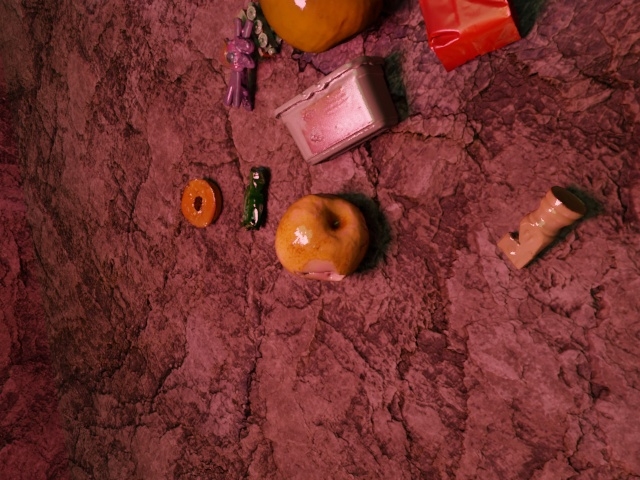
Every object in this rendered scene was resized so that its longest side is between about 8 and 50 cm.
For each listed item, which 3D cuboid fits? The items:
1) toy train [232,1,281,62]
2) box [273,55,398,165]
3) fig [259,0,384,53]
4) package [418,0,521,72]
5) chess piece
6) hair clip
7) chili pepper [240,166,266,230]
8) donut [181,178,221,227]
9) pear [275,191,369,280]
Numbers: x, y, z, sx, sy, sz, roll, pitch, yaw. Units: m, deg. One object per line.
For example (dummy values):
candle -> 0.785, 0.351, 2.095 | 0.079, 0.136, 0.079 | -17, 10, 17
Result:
toy train -> -0.194, -0.636, 1.456 | 0.118, 0.074, 0.175 | -26, 87, 45
box -> 0.053, -0.338, 1.275 | 0.312, 0.175, 0.182 | -23, 93, 35
fig -> -0.011, -0.632, 1.184 | 0.343, 0.343, 0.343 | 6, 101, 34
package -> 0.308, -0.622, 1.069 | 0.196, 0.123, 0.423 | -13, 91, 34
chess piece -> 0.491, -0.022, 1.067 | 0.090, 0.090, 0.200 | 48, 132, 20
hair clip -> -0.246, -0.527, 1.447 | 0.137, 0.090, 0.278 | 26, 128, 33
chili pepper -> -0.218, -0.131, 1.554 | 0.098, 0.061, 0.224 | 26, 115, 44
donut -> -0.421, -0.137, 1.695 | 0.162, 0.065, 0.178 | 44, 118, 16
pear -> 0.000, 0.000, 1.311 | 0.271, 0.271, 0.271 | 6, 101, 34
